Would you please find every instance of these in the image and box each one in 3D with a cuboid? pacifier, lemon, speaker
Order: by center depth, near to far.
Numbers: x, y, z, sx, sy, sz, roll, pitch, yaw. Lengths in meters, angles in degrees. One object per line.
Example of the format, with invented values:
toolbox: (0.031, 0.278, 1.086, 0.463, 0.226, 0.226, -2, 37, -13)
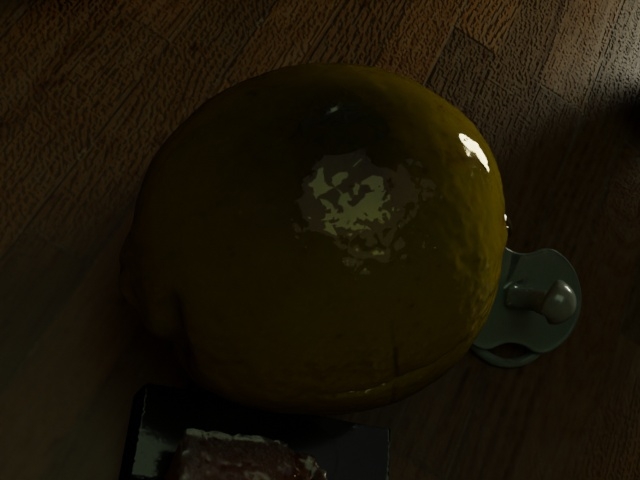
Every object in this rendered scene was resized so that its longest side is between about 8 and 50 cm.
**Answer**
lemon: (0.000, 0.000, 0.710, 0.297, 0.297, 0.297, 9, 63, -19)
speaker: (-0.050, 0.180, 0.738, 0.218, 0.044, 0.082, 15, 62, -17)
pacifier: (0.201, 0.065, 0.862, 0.150, 0.116, 0.127, 14, 87, -21)

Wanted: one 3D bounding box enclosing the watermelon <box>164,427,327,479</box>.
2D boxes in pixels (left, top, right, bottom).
watermelon: (-0.053, 0.265, 0.644, 0.193, 0.140, 0.257, 3, 62, -29)
